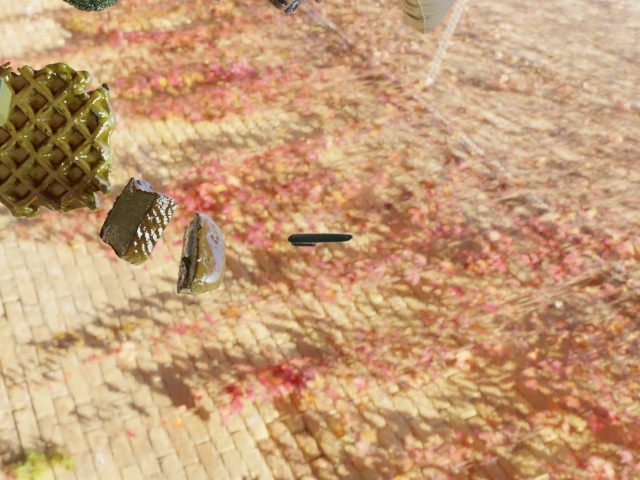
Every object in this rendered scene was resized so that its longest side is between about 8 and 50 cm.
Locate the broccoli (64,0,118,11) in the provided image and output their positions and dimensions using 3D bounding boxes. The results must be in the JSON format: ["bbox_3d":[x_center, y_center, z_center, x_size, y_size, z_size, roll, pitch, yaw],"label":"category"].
[{"bbox_3d":[-0.594,-0.659,2.149,0.195,0.195,0.156,7,-96,66],"label":"broccoli"}]

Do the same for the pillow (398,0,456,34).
[{"bbox_3d":[0.203,-0.507,1.334,0.322,0.119,0.255,-65,167,1],"label":"pillow"}]

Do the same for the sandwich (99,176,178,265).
[{"bbox_3d":[-0.431,-0.047,1.987,0.214,0.065,0.186,22,-97,56],"label":"sandwich"}]

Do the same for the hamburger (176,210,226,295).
[{"bbox_3d":[-0.318,0.046,2.318,0.124,0.130,0.262,-50,-150,43],"label":"hamburger"}]

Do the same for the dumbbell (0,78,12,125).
[{"bbox_3d":[-0.595,-0.278,1.349,0.108,0.121,0.302,62,-9,18],"label":"dumbbell"}]

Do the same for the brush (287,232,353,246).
[{"bbox_3d":[0.000,0.000,2.356,0.043,0.193,0.032,-67,151,-47],"label":"brush"}]

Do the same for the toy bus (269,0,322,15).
[{"bbox_3d":[-0.043,-0.670,2.081,0.139,0.289,0.157,46,-52,4],"label":"toy bus"}]

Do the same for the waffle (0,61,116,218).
[{"bbox_3d":[-0.688,-0.241,2.059,0.095,0.379,0.382,-113,-159,-75],"label":"waffle"}]
